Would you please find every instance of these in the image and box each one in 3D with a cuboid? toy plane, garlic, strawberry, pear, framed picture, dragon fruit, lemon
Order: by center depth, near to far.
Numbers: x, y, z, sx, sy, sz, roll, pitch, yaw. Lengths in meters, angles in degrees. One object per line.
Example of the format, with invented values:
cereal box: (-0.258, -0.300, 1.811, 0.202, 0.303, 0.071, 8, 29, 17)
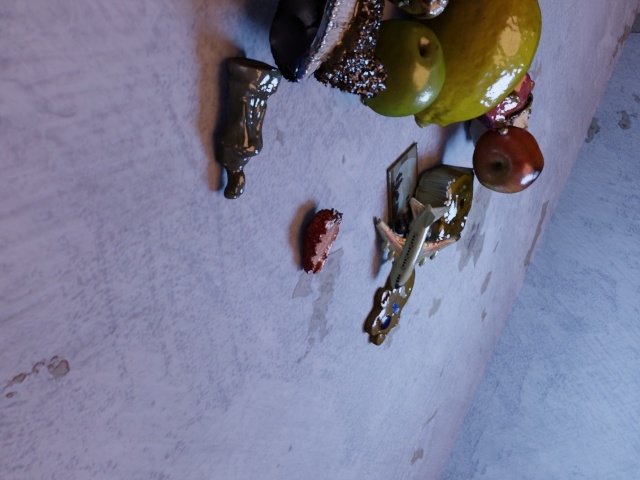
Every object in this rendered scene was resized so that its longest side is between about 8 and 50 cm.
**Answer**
pear: (0.131, -0.313, 1.232, 0.166, 0.216, 0.180, -43, 101, -23)
strawberry: (-0.003, -0.002, 1.309, 0.104, 0.048, 0.152, -21, 140, -62)
lemon: (0.300, -0.392, 1.337, 0.285, 0.285, 0.316, -43, 142, -38)
toy plane: (0.221, 0.010, 1.606, 0.229, 0.092, 0.244, 11, 122, -22)
framed picture: (0.203, -0.122, 1.613, 0.136, 0.010, 0.201, -44, 143, -36)
dragon fruit: (0.409, -0.360, 1.617, 0.147, 0.211, 0.282, -57, 168, 1)
garlic: (0.483, -0.312, 1.847, 0.143, 0.178, 0.229, -29, 121, -7)

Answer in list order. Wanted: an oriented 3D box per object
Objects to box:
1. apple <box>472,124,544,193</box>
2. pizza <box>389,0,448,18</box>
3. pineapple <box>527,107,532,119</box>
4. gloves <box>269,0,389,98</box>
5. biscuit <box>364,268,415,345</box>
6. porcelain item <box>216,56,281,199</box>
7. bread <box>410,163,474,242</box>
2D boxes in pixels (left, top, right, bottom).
apple: (0.486, -0.210, 1.709, 0.199, 0.199, 0.199, -38, 138, -43)
pizza: (0.103, -0.445, 1.026, 0.074, 0.251, 0.288, -41, 145, 8)
pineapple: (0.550, -0.456, 1.900, 0.125, 0.125, 0.251, -48, 137, -33)
gloves: (0.032, -0.322, 1.020, 0.312, 0.135, 0.210, -44, 141, -63)
biscuit: (0.192, 0.163, 1.755, 0.236, 0.039, 0.180, -61, 149, -18)
porcelain item: (-0.119, -0.162, 0.997, 0.081, 0.069, 0.215, -24, 133, -58)
bread: (0.324, -0.094, 1.720, 0.210, 0.110, 0.192, -26, 128, -55)
